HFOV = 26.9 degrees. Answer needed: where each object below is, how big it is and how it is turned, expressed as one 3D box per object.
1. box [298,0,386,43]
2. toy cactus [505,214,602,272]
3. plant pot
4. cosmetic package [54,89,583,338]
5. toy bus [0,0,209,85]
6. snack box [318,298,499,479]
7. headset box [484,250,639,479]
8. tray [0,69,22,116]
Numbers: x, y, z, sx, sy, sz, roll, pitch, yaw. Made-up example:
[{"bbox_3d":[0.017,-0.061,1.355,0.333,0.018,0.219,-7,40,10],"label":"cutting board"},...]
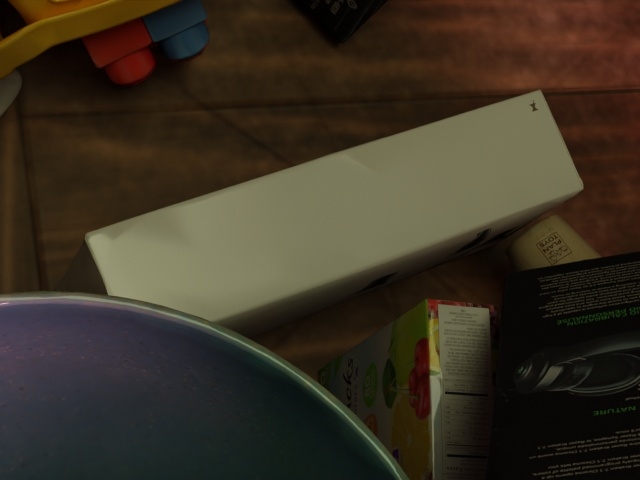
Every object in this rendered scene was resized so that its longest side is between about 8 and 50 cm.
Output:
[{"bbox_3d":[0.068,-0.263,0.715,0.143,0.165,0.270,44,65,-1],"label":"box"},{"bbox_3d":[0.153,0.070,0.656,0.219,0.112,0.180,-36,77,6],"label":"toy cactus"},{"bbox_3d":[-0.110,0.185,0.487,0.290,0.195,0.290,7,69,-20],"label":"plant pot"},{"bbox_3d":[0.000,0.000,0.643,0.239,0.099,0.060,-19,79,-23],"label":"cosmetic package"},{"bbox_3d":[-0.136,-0.147,0.608,0.220,0.211,0.149,-22,41,-5],"label":"toy bus"},{"bbox_3d":[0.037,0.093,0.601,0.037,0.141,0.100,7,71,-17],"label":"snack box"},{"bbox_3d":[0.143,0.162,0.470,0.131,0.283,0.246,-9,106,13],"label":"headset box"},{"bbox_3d":[-0.287,-0.105,0.618,0.270,0.030,0.145,34,64,-5],"label":"tray"}]
